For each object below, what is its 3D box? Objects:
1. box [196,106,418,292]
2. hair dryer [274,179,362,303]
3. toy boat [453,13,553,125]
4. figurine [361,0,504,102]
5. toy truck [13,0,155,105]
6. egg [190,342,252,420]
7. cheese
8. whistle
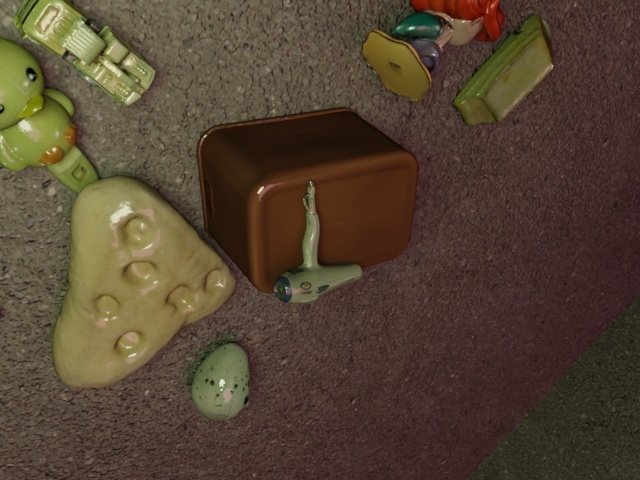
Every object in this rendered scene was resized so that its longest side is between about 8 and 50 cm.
[{"bbox_3d":[-0.020,-0.077,1.034,0.340,0.229,0.239,-14,125,-24],"label":"box"},{"bbox_3d":[0.012,0.009,0.935,0.167,0.067,0.199,7,100,-45],"label":"hair dryer"},{"bbox_3d":[0.419,-0.367,1.244,0.276,0.084,0.111,-47,129,0],"label":"toy boat"},{"bbox_3d":[0.220,-0.404,1.042,0.257,0.181,0.208,-46,102,-11],"label":"figurine"},{"bbox_3d":[-0.322,-0.267,0.805,0.085,0.116,0.191,-52,131,1],"label":"toy truck"},{"bbox_3d":[-0.201,0.297,1.198,0.131,0.131,0.164,17,98,-38],"label":"egg"},{"bbox_3d":[-0.349,0.066,0.964,0.351,0.129,0.328,-35,135,-13],"label":"cheese"},{"bbox_3d":[-0.403,-0.165,0.800,0.141,0.141,0.294,-43,132,-4],"label":"whistle"}]
